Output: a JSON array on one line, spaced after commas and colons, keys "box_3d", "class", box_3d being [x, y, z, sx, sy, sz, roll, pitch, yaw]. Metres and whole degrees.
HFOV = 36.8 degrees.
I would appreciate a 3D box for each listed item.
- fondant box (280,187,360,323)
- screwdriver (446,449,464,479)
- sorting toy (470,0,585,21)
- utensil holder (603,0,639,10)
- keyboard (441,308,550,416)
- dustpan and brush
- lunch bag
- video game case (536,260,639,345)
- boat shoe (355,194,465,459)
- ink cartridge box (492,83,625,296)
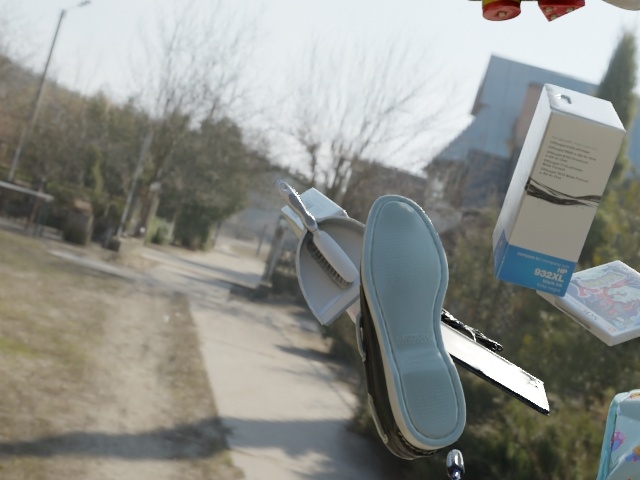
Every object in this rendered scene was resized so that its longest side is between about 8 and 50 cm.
[{"box_3d": [0.061, 0.063, 2.062, 0.330, 0.096, 0.238, 56, -5, -20], "class": "fondant box"}, {"box_3d": [0.164, 0.302, 1.181, 0.025, 0.024, 0.170, -8, 12, 13], "class": "screwdriver"}, {"box_3d": [0.474, -0.555, 2.101, 0.257, 0.089, 0.255, -1, -10, -4], "class": "sorting toy"}, {"box_3d": [0.399, -0.521, 1.116, 0.327, 0.385, 0.327, 44, 6, -6], "class": "utensil holder"}, {"box_3d": [0.292, 0.215, 1.833, 0.317, 0.033, 0.201, 32, 21, -7], "class": "keyboard"}, {"box_3d": [0.000, 0.000, 1.364, 0.211, 0.147, 0.060, 51, -14, -7], "class": "dustpan and brush"}, {"box_3d": [0.512, 0.284, 1.307, 0.223, 0.160, 0.262, -18, 19, 34], "class": "lunch bag"}, {"box_3d": [0.511, 0.104, 1.669, 0.201, 0.023, 0.183, -13, 33, -28], "class": "video game case"}, {"box_3d": [0.088, 0.097, 1.098, 0.114, 0.302, 0.091, 7, -27, -20], "class": "boat shoe"}, {"box_3d": [0.405, -0.092, 1.669, 0.129, 0.307, 0.223, 16, 22, 4], "class": "ink cartridge box"}]
